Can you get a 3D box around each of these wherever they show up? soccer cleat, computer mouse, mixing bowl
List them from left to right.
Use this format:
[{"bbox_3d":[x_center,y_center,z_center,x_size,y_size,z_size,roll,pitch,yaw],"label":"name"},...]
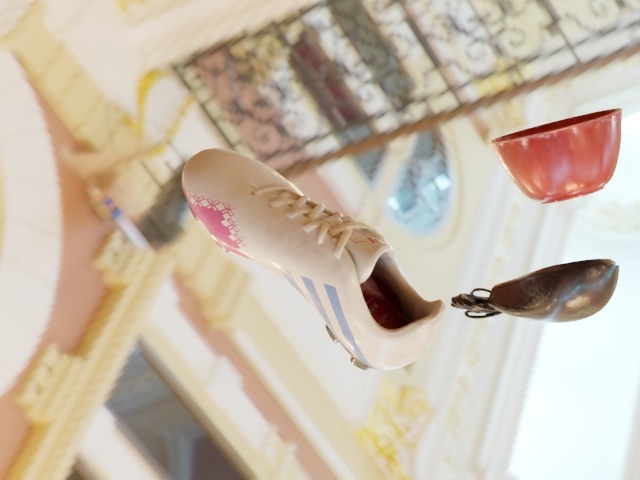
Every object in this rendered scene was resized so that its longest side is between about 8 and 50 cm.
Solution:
[{"bbox_3d":[0.000,0.000,1.793,0.116,0.331,0.143,-49,-178,-38],"label":"soccer cleat"},{"bbox_3d":[0.314,0.082,2.251,0.188,0.072,0.272,-3,170,-22],"label":"computer mouse"},{"bbox_3d":[0.320,-0.106,2.173,0.181,0.098,0.181,-15,-175,1],"label":"mixing bowl"}]
